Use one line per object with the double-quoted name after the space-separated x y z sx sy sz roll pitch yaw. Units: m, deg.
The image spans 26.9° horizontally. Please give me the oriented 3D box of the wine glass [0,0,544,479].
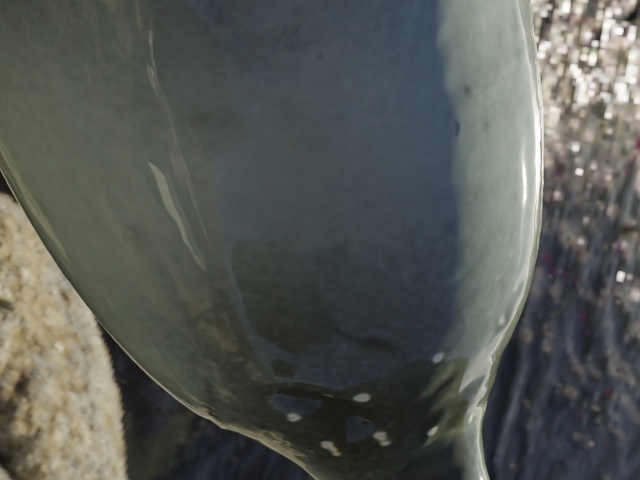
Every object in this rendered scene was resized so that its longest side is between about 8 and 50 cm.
0.003 0.002 0.445 0.190 0.190 0.357 -28 100 -45 "wine glass"
